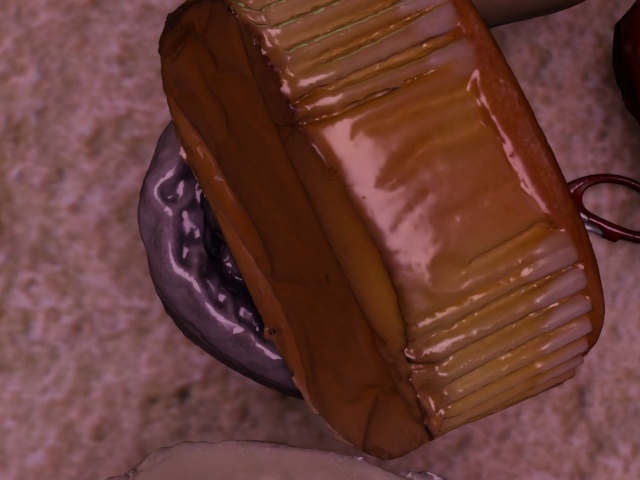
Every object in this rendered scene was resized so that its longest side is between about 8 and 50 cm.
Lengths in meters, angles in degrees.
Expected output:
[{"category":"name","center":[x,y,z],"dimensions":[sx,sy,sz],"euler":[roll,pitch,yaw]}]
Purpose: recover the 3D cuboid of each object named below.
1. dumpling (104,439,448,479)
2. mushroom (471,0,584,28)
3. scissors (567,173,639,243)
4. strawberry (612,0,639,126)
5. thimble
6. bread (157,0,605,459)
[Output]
[{"category":"dumpling","center":[0.024,0.249,1.036],"dimensions":[0.395,0.233,0.315],"euler":[33,122,7]},{"category":"mushroom","center":[0.074,-0.275,1.087],"dimensions":[0.353,0.353,0.325],"euler":[-28,71,-6]},{"category":"scissors","center":[0.112,-0.031,1.208],"dimensions":[0.248,0.017,0.144],"euler":[33,83,2]},{"category":"strawberry","center":[0.357,-0.045,1.097],"dimensions":[0.310,0.292,0.291],"euler":[-7,84,7]},{"category":"thimble","center":[0.000,0.000,1.118],"dimensions":[0.245,0.157,0.217],"euler":[45,87,3]},{"category":"bread","center":[0.041,-0.032,0.960],"dimensions":[0.156,0.204,0.288],"euler":[-27,87,-22]}]
